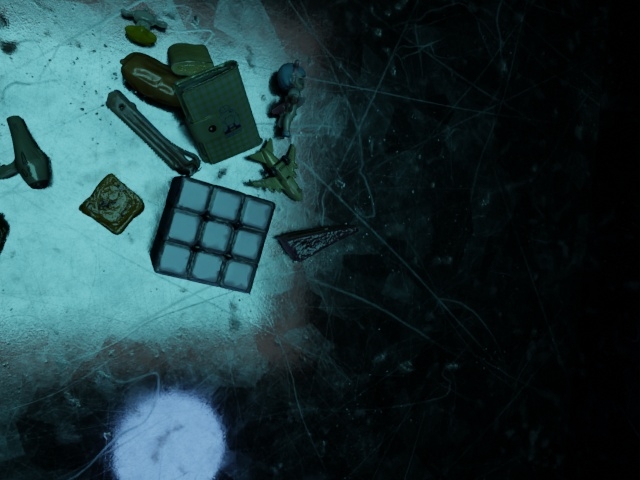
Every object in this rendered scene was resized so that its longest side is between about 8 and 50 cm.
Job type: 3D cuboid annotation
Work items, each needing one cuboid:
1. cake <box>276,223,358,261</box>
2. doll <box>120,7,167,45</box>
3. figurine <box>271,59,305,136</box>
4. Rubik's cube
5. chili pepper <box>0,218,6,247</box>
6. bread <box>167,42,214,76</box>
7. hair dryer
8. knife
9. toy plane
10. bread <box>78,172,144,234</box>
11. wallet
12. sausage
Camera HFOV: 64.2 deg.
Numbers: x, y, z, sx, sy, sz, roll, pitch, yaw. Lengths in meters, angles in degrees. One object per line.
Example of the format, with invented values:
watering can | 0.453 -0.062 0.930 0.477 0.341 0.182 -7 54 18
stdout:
cake | 0.000 0.000 1.864 0.295 0.116 0.112 -18 105 -16
doll | -0.569 -0.687 1.611 0.135 0.071 0.113 36 74 -15
figurine | -0.113 -0.488 1.753 0.103 0.205 0.260 9 95 3
Rubik's cube | -0.352 -0.023 1.625 0.304 0.305 0.300 17 88 -20
chili pepper | -0.994 0.006 1.523 0.073 0.050 0.182 26 88 -28
bread | -0.410 -0.575 1.619 0.140 0.178 0.060 -3 128 -21
hair dryer | -0.931 -0.263 1.521 0.225 0.088 0.218 0 88 -6
knife | -0.543 -0.346 1.665 0.365 0.043 0.089 43 80 -17
toy plane | -0.138 -0.235 1.801 0.244 0.092 0.229 50 64 -14
bread | -0.650 -0.105 1.593 0.158 0.143 0.149 47 73 -18
wallet | -0.321 -0.401 1.647 0.223 0.077 0.309 -31 141 -15
sausage | -0.515 -0.505 1.613 0.241 0.136 0.120 24 93 -17
